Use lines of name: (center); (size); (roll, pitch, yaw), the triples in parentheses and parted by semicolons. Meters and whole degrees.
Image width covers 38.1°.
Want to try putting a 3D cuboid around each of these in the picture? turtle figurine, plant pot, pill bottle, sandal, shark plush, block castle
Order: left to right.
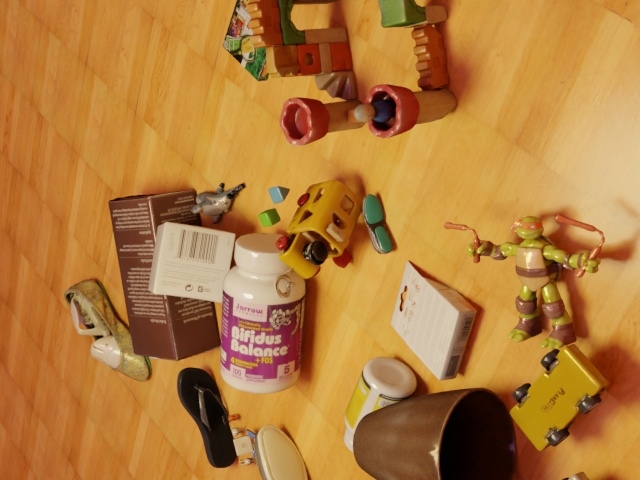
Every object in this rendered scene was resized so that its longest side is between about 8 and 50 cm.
sandal: (-0.254, 0.410, 2.176); (0.054, 0.097, 0.254); (-19, 96, 50)
shark plush: (-0.229, -0.098, 2.036); (0.161, 0.073, 0.067); (-34, 45, 52)
pill bottle: (-0.117, 0.144, 1.884); (0.169, 0.169, 0.301); (23, 117, 43)
block castle: (0.034, -0.393, 1.538); (0.303, 0.213, 0.453); (1, 102, 48)
pill bottle: (0.104, 0.315, 1.733); (0.103, 0.103, 0.184); (43, 129, 32)
plant pot: (0.174, 0.350, 1.567); (0.230, 0.215, 0.215); (-4, 97, 45)
turtle figurine: (0.322, 0.049, 1.431); (0.270, 0.087, 0.217); (4, 111, 39)

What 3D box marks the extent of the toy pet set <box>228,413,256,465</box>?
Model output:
toy pet set: (-0.165, 0.454, 2.125); (0.114, 0.065, 0.122); (117, 138, -81)

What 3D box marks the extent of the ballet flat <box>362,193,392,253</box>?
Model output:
ballet flat: (0.099, -0.027, 1.698); (0.041, 0.041, 0.114); (-24, 82, 49)

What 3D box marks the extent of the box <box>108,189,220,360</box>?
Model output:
box: (-0.366, 0.079, 2.172); (0.191, 0.143, 0.381); (-1, 98, 48)

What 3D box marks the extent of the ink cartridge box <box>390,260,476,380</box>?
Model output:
ink cartridge box: (0.197, 0.139, 1.645); (0.179, 0.045, 0.145); (-129, 43, -51)

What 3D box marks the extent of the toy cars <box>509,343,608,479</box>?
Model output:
toy cars: (0.389, 0.334, 1.439); (0.176, 0.087, 0.393); (10, 111, 52)

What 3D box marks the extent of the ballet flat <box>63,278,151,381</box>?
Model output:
ballet flat: (-0.582, 0.250, 2.476); (0.348, 0.123, 0.123); (53, 134, 25)

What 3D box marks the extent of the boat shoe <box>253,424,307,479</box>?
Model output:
boat shoe: (-0.073, 0.547, 1.991); (0.091, 0.109, 0.305); (-36, 77, 42)

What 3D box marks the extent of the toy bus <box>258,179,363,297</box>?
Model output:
toy bus: (0.001, -0.013, 1.693); (0.104, 0.191, 0.202); (-11, 91, 49)

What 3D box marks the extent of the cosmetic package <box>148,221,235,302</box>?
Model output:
cosmetic package: (-0.278, 0.048, 1.980); (0.184, 0.151, 0.151); (172, 107, -76)

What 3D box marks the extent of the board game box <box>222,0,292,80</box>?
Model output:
board game box: (-0.114, -0.460, 1.826); (0.136, 0.030, 0.259); (45, 130, 28)
